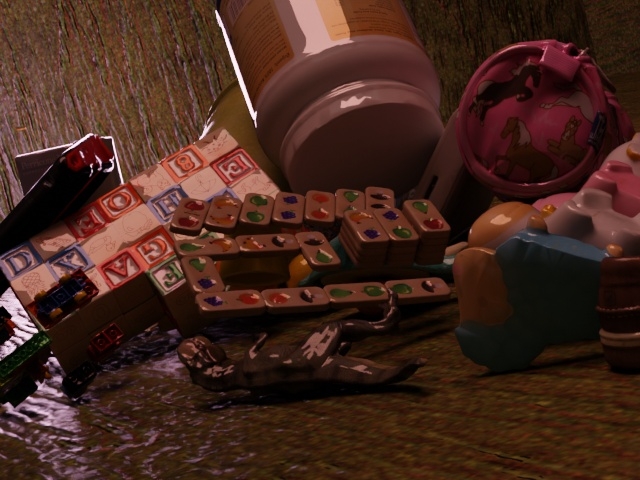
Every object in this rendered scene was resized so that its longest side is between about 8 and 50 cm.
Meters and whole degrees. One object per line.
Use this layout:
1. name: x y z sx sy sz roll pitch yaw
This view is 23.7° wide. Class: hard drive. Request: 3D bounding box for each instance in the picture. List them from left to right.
1. hard drive: 0.185 -0.089 1.878 0.040 0.203 0.307 29 21 13

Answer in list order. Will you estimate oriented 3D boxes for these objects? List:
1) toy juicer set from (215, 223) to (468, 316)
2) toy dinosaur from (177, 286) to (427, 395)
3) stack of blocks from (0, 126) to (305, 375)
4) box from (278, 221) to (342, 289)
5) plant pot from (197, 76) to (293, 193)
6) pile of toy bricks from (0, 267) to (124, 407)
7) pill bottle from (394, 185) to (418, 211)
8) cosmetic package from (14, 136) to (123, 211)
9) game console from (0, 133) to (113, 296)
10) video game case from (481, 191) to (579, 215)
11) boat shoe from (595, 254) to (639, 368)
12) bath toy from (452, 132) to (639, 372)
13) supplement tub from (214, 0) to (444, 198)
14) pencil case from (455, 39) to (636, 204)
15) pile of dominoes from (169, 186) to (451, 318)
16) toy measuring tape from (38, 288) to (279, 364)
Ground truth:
1. toy juicer set: 0.047 0.041 1.561 0.329 0.089 0.209 0 -14 -13
2. toy dinosaur: 0.007 0.093 1.267 0.268 0.064 0.118 -6 18 39
3. stack of blocks: -0.180 0.021 1.667 0.297 0.087 0.171 -31 52 -12
4. box: 0.000 0.000 1.814 0.207 0.114 0.036 -24 -28 -52
5. plant pot: -0.081 -0.061 1.991 0.276 0.276 0.254 -11 18 28
6. pile of toy bricks: -0.298 0.130 1.507 0.212 0.118 0.105 -36 -12 -28
7. pill bottle: 0.119 -0.082 2.358 0.078 0.078 0.137 -9 9 40
8. cosmetic package: -0.316 -0.014 2.044 0.127 0.238 0.107 -15 6 2
9. game console: -0.402 0.030 1.829 0.386 0.060 0.342 -48 3 4
10. video game case: 0.323 -0.042 1.644 0.285 0.025 0.204 -13 -6 10
11. boat shoe: 0.308 0.012 1.113 0.257 0.095 0.095 -19 8 -33
12. bath toy: 0.225 0.003 1.277 0.151 0.129 0.348 24 26 22
13. supplement tub: 0.012 -0.214 1.852 0.228 0.316 0.228 -13 -35 -9
14. pencil case: 0.262 -0.116 1.707 0.167 0.160 0.386 -11 -6 15
15. pile of dominoes: -0.011 -0.007 1.394 0.251 0.040 0.196 -3 33 -20
16. toy measuring tape: -0.190 0.049 1.796 0.330 0.121 0.121 -16 7 -11
